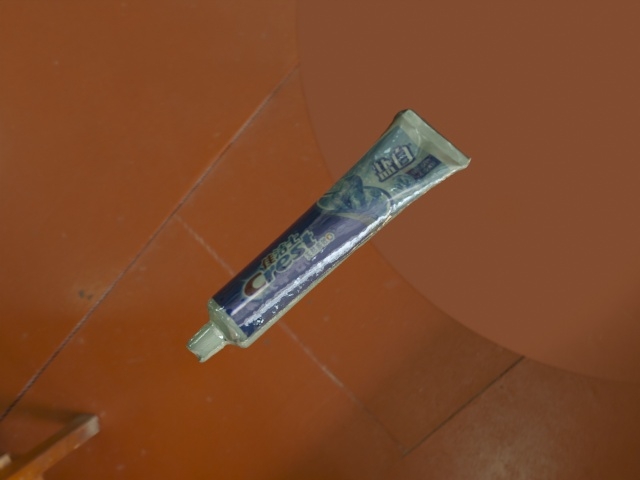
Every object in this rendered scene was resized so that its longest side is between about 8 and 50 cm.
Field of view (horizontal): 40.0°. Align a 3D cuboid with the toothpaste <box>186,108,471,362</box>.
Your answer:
[{"bbox_3d":[0.001,0.000,0.701,0.268,0.069,0.047,-42,124,-10],"label":"toothpaste"}]
